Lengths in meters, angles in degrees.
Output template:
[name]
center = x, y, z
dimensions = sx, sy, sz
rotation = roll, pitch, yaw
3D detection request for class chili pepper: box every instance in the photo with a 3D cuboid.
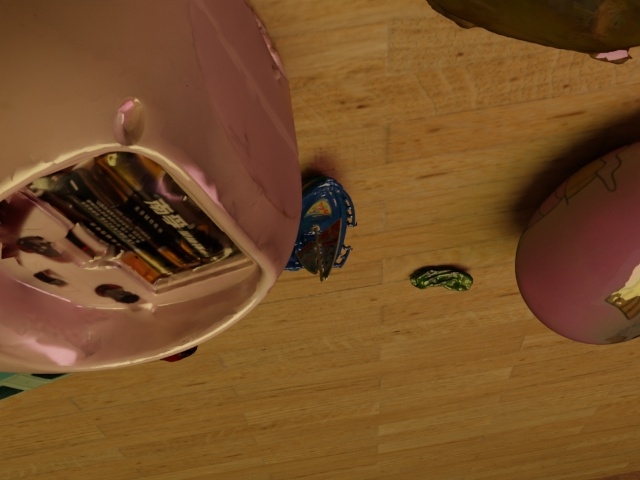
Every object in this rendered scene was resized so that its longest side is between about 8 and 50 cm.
[chili pepper]
center = 0.168, 0.053, 0.938
dimensions = 0.091, 0.030, 0.034
rotation = 3, 168, -16

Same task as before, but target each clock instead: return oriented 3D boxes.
[clock]
center = -0.211, -0.039, 0.506
dimensions = 0.376, 0.250, 0.368
rotation = -19, 146, 12

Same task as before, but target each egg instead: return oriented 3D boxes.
[egg]
center = 0.336, -0.002, 0.768
dimensions = 0.196, 0.196, 0.271
rotation = 3, 131, -19

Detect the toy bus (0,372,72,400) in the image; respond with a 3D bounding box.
[toy bus]
center = -0.328, 0.090, 0.765
dimensions = 0.271, 0.133, 0.165
rotation = -21, 148, 11

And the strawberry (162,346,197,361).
[strawberry]
center = -0.194, 0.099, 0.853
dimensions = 0.106, 0.106, 0.106
rotation = -7, 145, -5

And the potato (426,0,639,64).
[potato]
center = 0.114, -0.218, 0.322
dimensions = 0.246, 0.196, 0.299
rotation = -11, 140, 46

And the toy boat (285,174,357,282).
[toy boat]
center = 0.000, 0.000, 0.745
dimensions = 0.091, 0.110, 0.175
rotation = -2, 143, -13
